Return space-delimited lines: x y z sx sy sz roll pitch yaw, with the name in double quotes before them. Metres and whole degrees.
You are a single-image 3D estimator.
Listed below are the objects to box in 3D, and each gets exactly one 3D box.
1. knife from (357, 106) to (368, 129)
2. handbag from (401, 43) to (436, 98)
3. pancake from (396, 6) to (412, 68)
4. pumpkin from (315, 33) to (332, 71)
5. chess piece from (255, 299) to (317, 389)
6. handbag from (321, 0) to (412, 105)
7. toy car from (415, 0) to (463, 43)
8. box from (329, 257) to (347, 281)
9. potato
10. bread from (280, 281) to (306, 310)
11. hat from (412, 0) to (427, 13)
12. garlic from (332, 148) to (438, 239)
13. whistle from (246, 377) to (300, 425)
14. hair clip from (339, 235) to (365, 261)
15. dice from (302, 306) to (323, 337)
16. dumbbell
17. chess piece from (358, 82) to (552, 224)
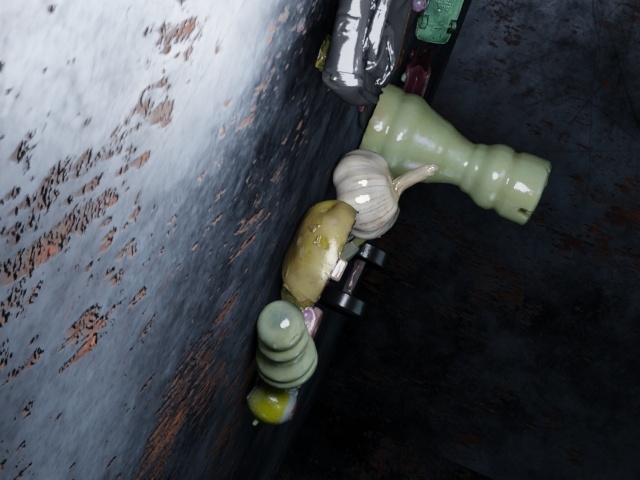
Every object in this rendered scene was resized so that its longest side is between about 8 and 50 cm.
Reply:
"knife" 0.086 -0.283 1.859 0.035 0.018 0.247 -62 169 -12
"handbag" 0.238 -0.393 2.336 0.216 0.074 0.203 -72 178 -58
"pancake" 0.170 -0.463 1.729 0.244 0.057 0.266 -60 170 -48
"pumpkin" 0.016 -0.270 1.307 0.083 0.028 0.050 -41 151 -84
"chess piece" -0.073 0.202 1.797 0.243 0.133 0.133 88 25 -63
"handbag" 0.072 -0.311 1.257 0.275 0.088 0.244 -25 129 -83
"toy car" 0.298 -0.590 2.167 0.076 0.090 0.224 -101 -157 -51
"box" 0.028 0.060 1.813 0.115 0.025 0.048 167 -52 -83
"potato" 0.000 0.000 1.706 0.138 0.098 0.243 -60 -175 38
"bread" -0.016 0.038 1.884 0.125 0.068 0.188 103 12 -54
"hat" 0.273 -0.604 1.970 0.227 0.129 0.140 -51 -164 19
"garlic" 0.142 -0.116 1.873 0.199 0.226 0.199 -19 90 -76
"whistle" -0.081 0.335 2.029 0.223 0.123 0.123 -52 173 2
"hair clip" 0.057 0.014 2.264 0.159 0.071 0.218 -32 165 -18
"dice" -0.051 0.180 1.983 0.093 0.091 0.094 77 36 -78
"dumbbell" 0.098 0.110 2.633 0.152 0.152 0.218 72 42 -80
"chess piece" 0.320 -0.193 2.150 0.234 0.442 0.234 24 90 -84
